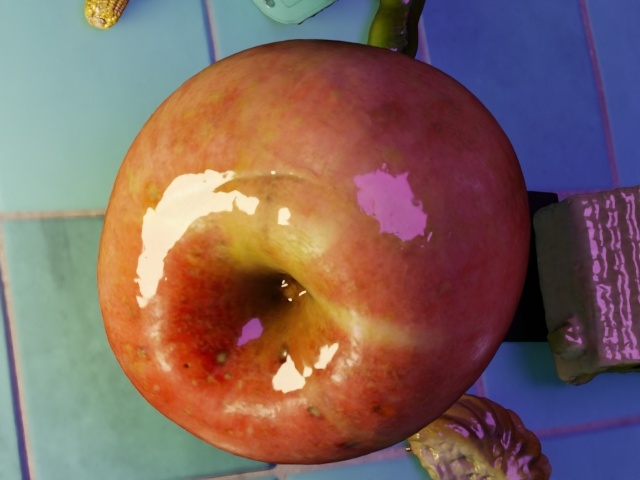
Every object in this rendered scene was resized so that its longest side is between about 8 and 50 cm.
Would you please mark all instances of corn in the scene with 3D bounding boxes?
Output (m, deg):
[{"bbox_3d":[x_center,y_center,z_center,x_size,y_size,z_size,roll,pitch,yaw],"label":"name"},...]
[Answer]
[{"bbox_3d":[-0.189,-0.237,1.546,0.037,0.037,0.092,36,58,-21],"label":"corn"}]

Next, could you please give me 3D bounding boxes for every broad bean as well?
[{"bbox_3d":[0.081,-0.252,1.728,0.060,0.043,0.298,16,68,-22],"label":"broad bean"}]

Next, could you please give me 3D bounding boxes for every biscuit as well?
[{"bbox_3d":[0.172,0.215,1.652,0.183,0.061,0.118,42,57,-17],"label":"biscuit"}]

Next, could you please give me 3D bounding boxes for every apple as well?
[{"bbox_3d":[0.000,0.000,1.420,0.364,0.364,0.364,10,72,-32],"label":"apple"}]

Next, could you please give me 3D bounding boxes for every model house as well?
[{"bbox_3d":[0.327,0.043,1.725,0.234,0.174,0.193,1,77,-40],"label":"model house"}]

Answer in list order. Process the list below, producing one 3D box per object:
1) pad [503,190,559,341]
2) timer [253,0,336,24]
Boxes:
[{"bbox_3d":[0.163,0.025,1.730,0.245,0.006,0.170,3,75,-34],"label":"pad"},{"bbox_3d":[-0.034,-0.345,1.560,0.250,0.232,0.091,46,56,-17],"label":"timer"}]
